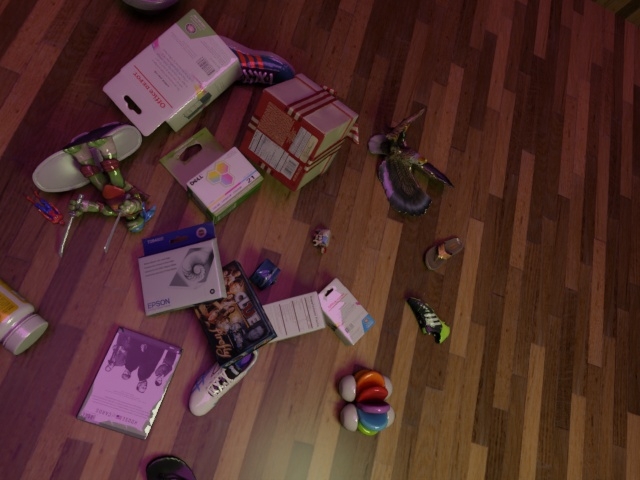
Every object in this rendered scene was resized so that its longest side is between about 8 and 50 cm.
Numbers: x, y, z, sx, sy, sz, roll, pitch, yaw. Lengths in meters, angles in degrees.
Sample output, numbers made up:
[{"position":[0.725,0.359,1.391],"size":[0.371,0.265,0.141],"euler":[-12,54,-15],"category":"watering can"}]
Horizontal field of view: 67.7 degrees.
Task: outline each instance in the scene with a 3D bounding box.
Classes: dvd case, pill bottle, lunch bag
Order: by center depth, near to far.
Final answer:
[{"position":[-0.773,0.169,1.141],"size":[0.208,0.119,0.119],"euler":[40,66,-3],"category":"pill bottle"},{"position":[-0.485,0.365,1.231],"size":[0.179,0.029,0.239],"euler":[23,69,-11],"category":"dvd case"},{"position":[-0.157,0.101,1.385],"size":[0.065,0.098,0.067],"euler":[41,61,-6],"category":"lunch bag"}]

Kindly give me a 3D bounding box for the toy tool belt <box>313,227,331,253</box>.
[{"position":[0.000,0.000,1.502],"size":[0.051,0.052,0.083],"euler":[8,65,16],"category":"toy tool belt"}]

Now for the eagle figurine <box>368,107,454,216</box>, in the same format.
[{"position":[0.307,-0.257,1.629],"size":[0.226,0.225,0.298],"euler":[-20,117,16],"category":"eagle figurine"}]

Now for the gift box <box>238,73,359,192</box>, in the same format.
[{"position":[-0.048,-0.309,1.433],"size":[0.276,0.255,0.258],"euler":[41,39,2],"category":"gift box"}]

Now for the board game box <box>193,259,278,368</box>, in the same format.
[{"position":[-0.242,0.194,1.287],"size":[0.165,0.042,0.243],"euler":[-32,66,-1],"category":"board game box"}]

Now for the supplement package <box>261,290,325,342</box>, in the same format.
[{"position":[-0.082,0.218,1.343],"size":[0.179,0.105,0.105],"euler":[-15,78,-1],"category":"supplement package"}]

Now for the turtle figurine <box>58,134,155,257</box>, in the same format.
[{"position":[-0.570,-0.115,1.225],"size":[0.274,0.197,0.267],"euler":[-29,112,-31],"category":"turtle figurine"}]

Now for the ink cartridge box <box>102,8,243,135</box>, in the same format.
[{"position":[-0.432,-0.476,1.419],"size":[0.353,0.119,0.207],"euler":[-42,90,-4],"category":"ink cartridge box"}]

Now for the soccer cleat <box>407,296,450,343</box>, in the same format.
[{"position":[0.341,0.256,1.533],"size":[0.179,0.060,0.072],"euler":[44,67,-5],"category":"soccer cleat"}]

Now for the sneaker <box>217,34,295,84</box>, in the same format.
[{"position":[-0.236,-0.554,1.554],"size":[0.301,0.108,0.121],"euler":[17,70,-5],"category":"sneaker"}]

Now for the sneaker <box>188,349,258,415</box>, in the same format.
[{"position":[-0.261,0.365,1.279],"size":[0.085,0.086,0.237],"euler":[45,67,-4],"category":"sneaker"}]

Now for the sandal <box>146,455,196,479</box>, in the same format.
[{"position":[-0.334,0.642,1.186],"size":[0.097,0.054,0.255],"euler":[-38,89,-25],"category":"sandal"}]

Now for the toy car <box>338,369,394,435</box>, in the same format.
[{"position":[0.144,0.461,1.360],"size":[0.159,0.136,0.182],"euler":[3,73,-18],"category":"toy car"}]

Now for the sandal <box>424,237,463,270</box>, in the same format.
[{"position":[0.426,0.039,1.631],"size":[0.180,0.049,0.072],"euler":[-28,85,-24],"category":"sandal"}]

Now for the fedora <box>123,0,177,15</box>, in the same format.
[{"position":[-0.531,-0.830,1.518],"size":[0.243,0.124,0.276],"euler":[26,76,-8],"category":"fedora"}]

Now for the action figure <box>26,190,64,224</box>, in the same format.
[{"position":[-0.733,-0.083,1.281],"size":[0.115,0.030,0.038],"euler":[43,61,-5],"category":"action figure"}]

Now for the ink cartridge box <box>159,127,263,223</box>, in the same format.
[{"position":[-0.325,-0.208,1.412],"size":[0.188,0.097,0.255],"euler":[-42,91,-18],"category":"ink cartridge box"}]

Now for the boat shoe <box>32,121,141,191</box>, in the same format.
[{"position":[-0.646,-0.235,1.324],"size":[0.302,0.091,0.114],"euler":[-32,130,-25],"category":"boat shoe"}]

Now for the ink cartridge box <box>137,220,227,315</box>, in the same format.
[{"position":[-0.380,0.072,1.295],"size":[0.223,0.045,0.224],"euler":[-15,77,6],"category":"ink cartridge box"}]

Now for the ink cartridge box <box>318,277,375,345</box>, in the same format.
[{"position":[0.064,0.216,1.446],"size":[0.104,0.061,0.181],"euler":[-40,90,-24],"category":"ink cartridge box"}]
